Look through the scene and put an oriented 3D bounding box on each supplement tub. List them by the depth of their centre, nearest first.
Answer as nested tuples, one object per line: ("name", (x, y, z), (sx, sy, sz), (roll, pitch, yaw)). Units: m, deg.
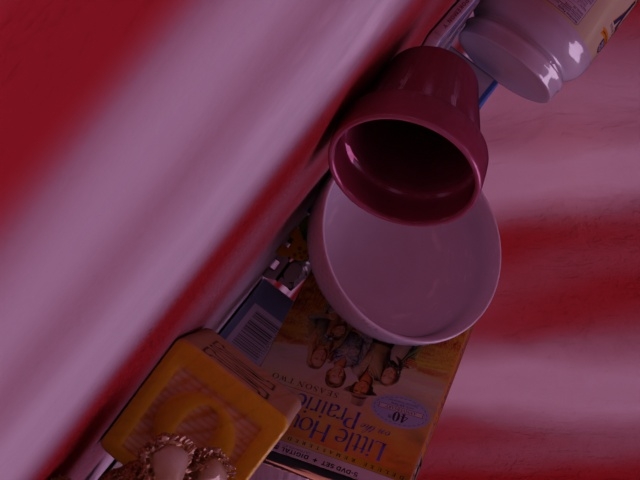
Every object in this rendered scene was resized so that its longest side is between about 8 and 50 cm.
("supplement tub", (0.417, -0.428, 1.813), (0.325, 0.235, 0.235), (-53, 176, -2))

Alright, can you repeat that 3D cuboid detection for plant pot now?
("plant pot", (0.127, -0.149, 1.354), (0.201, 0.201, 0.180), (123, -11, -52))

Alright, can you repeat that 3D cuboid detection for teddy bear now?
("teddy bear", (-0.264, 0.349, 1.279), (0.245, 0.113, 0.338), (9, 128, -52))

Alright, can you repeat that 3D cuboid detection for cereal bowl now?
("cereal bowl", (0.122, 0.013, 1.711), (0.339, 0.339, 0.141), (-51, -169, -27))

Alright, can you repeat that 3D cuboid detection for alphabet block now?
("alphabet block", (-0.160, 0.256, 1.461), (0.192, 0.193, 0.197), (-54, 176, 1))

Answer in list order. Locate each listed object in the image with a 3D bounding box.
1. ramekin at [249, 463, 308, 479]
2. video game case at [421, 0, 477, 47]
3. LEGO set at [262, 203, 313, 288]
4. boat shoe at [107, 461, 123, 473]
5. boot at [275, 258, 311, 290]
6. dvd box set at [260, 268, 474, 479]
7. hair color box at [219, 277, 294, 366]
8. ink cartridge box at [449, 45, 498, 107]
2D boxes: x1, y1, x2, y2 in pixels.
("ramekin", (-0.074, 0.378, 1.821), (0.273, 0.273, 0.127), (13, 85, -86))
("video game case", (0.195, -0.323, 1.704), (0.183, 0.023, 0.201), (-51, 176, -32))
("LEGO set", (0.000, 0.000, 1.788), (0.227, 0.093, 0.087), (-53, 176, 5))
("boat shoe", (-0.276, 0.382, 1.821), (0.127, 0.113, 0.340), (-55, 176, 36))
("boot", (-0.012, 0.023, 2.034), (0.161, 0.083, 0.246), (-46, 173, -18))
("dvd box set", (0.065, 0.212, 1.729), (0.062, 0.308, 0.420), (86, 26, -50))
("hair color box", (-0.136, 0.216, 2.004), (0.185, 0.114, 0.374), (-51, 176, -17))
("ink cartridge box", (0.173, -0.183, 1.931), (0.223, 0.129, 0.307), (-51, 176, -30))
